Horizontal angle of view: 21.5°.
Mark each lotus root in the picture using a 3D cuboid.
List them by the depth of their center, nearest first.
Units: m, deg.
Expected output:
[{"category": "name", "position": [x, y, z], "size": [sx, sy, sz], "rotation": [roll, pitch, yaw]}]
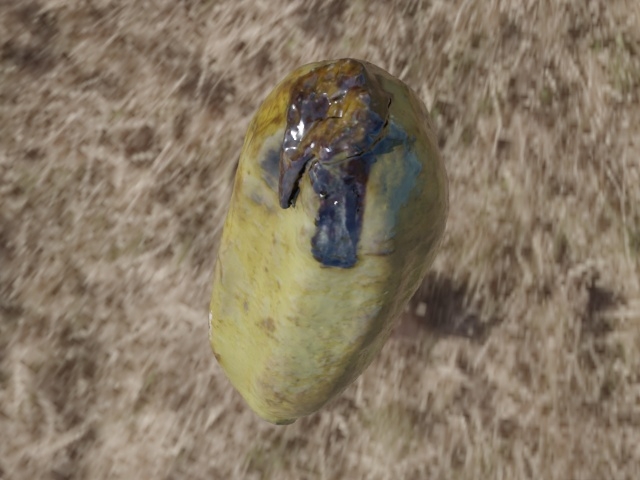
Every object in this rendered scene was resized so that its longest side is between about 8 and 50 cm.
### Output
[{"category": "lotus root", "position": [0.000, 0.000, 0.867], "size": [0.110, 0.097, 0.258], "rotation": [42, 142, 17]}]
